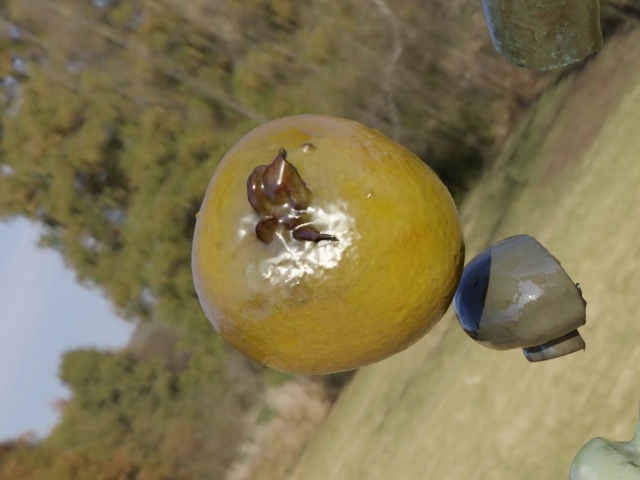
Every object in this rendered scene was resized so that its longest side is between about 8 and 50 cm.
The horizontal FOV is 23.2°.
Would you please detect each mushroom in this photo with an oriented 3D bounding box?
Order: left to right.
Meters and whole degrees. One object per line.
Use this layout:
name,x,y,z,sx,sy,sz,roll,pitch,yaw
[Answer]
mushroom,0.207,0.069,1.707,0.188,0.117,0.141,168,86,-81

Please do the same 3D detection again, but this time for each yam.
yam,0.167,-0.260,1.261,0.106,0.106,0.259,-60,-34,-41

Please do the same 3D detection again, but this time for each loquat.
loquat,0.000,0.000,1.559,0.274,0.275,0.275,-62,-2,-5

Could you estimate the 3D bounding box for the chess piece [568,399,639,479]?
chess piece,0.226,0.162,1.038,0.251,0.144,0.144,-50,-2,2
